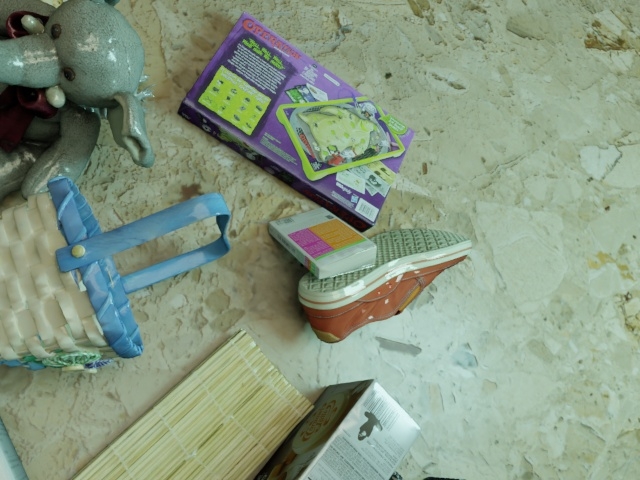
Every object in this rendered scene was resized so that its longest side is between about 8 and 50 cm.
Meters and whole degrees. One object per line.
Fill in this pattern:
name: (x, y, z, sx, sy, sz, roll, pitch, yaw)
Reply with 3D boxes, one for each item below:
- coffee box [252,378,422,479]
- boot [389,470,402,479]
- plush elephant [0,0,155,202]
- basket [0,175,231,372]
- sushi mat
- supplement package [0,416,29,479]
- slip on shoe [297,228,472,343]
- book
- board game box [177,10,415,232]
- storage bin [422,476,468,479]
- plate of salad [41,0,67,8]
coffee box: (-0.002, 0.303, 0.793, 0.098, 0.141, 0.246, 46, 62, -5)
boot: (0.079, 0.382, 0.859, 0.099, 0.045, 0.121, -11, 74, -26)
plush elephant: (-0.316, -0.192, 0.729, 0.330, 0.255, 0.272, -19, 92, -33)
basket: (-0.240, 0.035, 0.712, 0.288, 0.255, 0.201, -26, 81, -11)
sushi mat: (-0.163, 0.266, 0.790, 0.316, 0.019, 0.151, -41, 93, -27)
supplement package: (-0.431, 0.165, 0.611, 0.175, 0.177, 0.293, -25, 83, -26)
slip on shoe: (0.106, 0.058, 0.953, 0.331, 0.123, 0.101, -23, 119, -35)
book: (0.000, 0.000, 0.902, 0.096, 0.144, 0.035, -16, 125, -27)
board game box: (-0.026, -0.188, 0.996, 0.346, 0.056, 0.208, 33, 67, -12)
storage bin: (0.166, 0.433, 0.861, 0.122, 0.084, 0.180, 47, 61, -4)
plate of salad: (-0.437, -0.329, 0.847, 0.199, 0.048, 0.200, 8, 71, -23)
